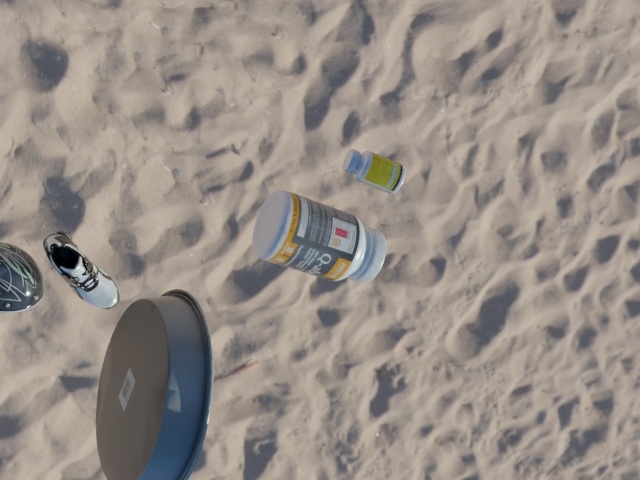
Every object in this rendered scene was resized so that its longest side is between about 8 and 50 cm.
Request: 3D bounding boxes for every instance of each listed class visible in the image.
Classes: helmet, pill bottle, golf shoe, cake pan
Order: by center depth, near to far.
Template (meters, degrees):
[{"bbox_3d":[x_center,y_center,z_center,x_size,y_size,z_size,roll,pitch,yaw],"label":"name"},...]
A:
[{"bbox_3d":[-0.242,0.209,0.834,0.054,0.293,0.293,14,105,-36],"label":"cake pan"},{"bbox_3d":[0.106,-0.141,1.205,0.116,0.065,0.065,19,103,-16],"label":"pill bottle"},{"bbox_3d":[-0.488,0.072,1.220,0.077,0.094,0.198,-43,110,-9],"label":"golf shoe"},{"bbox_3d":[-0.669,0.085,1.252,0.161,0.169,0.169,-33,129,28],"label":"helmet"},{"bbox_3d":[0.000,0.000,1.361,0.278,0.162,0.162,19,103,-26],"label":"pill bottle"}]
